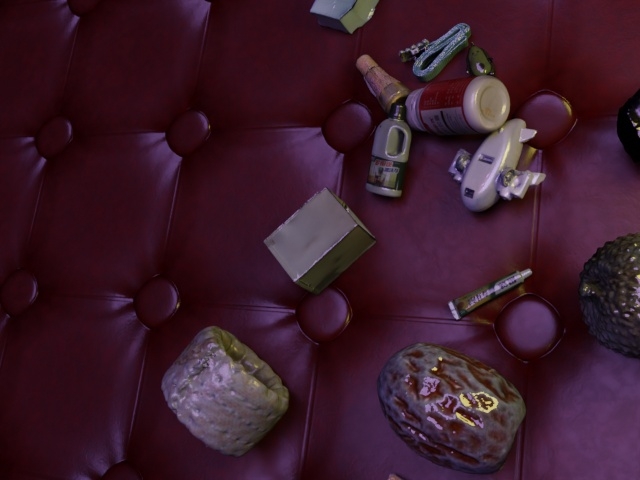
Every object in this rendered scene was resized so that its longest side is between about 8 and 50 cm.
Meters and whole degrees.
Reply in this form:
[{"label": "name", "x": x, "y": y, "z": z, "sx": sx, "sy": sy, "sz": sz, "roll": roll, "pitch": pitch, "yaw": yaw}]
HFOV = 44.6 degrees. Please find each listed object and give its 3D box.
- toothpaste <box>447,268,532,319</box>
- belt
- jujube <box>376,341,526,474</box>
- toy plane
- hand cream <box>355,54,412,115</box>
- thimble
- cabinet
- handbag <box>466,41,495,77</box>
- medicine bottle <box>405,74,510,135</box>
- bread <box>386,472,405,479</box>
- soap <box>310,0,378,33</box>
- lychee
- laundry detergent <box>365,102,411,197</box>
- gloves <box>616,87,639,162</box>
[{"label": "toothpaste", "x": 0.388, "y": 0.117, "z": 1.779, "sx": 0.204, "sy": 0.031, "sz": 0.049, "roll": -29, "pitch": 65, "yaw": 16}, {"label": "belt", "x": 0.299, "y": -0.491, "z": 1.990, "sx": 0.179, "sy": 0.065, "sz": 0.100, "roll": -39, "pitch": 72, "yaw": 6}, {"label": "jujube", "x": 0.268, "y": 0.340, "z": 1.643, "sx": 0.308, "sy": 0.246, "sz": 0.215, "roll": 22, "pitch": 127, "yaw": 16}, {"label": "toy plane", "x": 0.411, "y": -0.174, "z": 1.816, "sx": 0.244, "sy": 0.117, "sz": 0.245, "roll": -19, "pitch": 59, "yaw": 33}, {"label": "hand cream", "x": 0.154, "y": -0.411, "z": 2.019, "sx": 0.084, "sy": 0.084, "sz": 0.203, "roll": -39, "pitch": 58, "yaw": 8}, {"label": "thimble", "x": -0.228, "y": 0.349, "z": 1.827, "sx": 0.291, "sy": 0.291, "sz": 0.195, "roll": 40, "pitch": 92, "yaw": 28}, {"label": "cabinet", "x": 0.000, "y": 0.000, "z": 1.917, "sx": 0.206, "sy": 0.145, "sz": 0.150, "roll": -42, "pitch": 63, "yaw": 6}, {"label": "handbag", "x": 0.393, "y": -0.440, "z": 1.939, "sx": 0.072, "sy": 0.047, "sz": 0.111, "roll": -23, "pitch": 69, "yaw": 14}, {"label": "medicine bottle", "x": 0.316, "y": -0.313, "z": 1.836, "sx": 0.250, "sy": 0.131, "sz": 0.131, "roll": 7, "pitch": 75, "yaw": 57}, {"label": "bread", "x": 0.171, "y": 0.568, "z": 1.732, "sx": 0.070, "sy": 0.035, "sz": 0.083, "roll": 23, "pitch": 91, "yaw": 28}, {"label": "soap", "x": 0.089, "y": -0.688, "z": 2.122, "sx": 0.145, "sy": 0.091, "sz": 0.231, "roll": 24, "pitch": 86, "yaw": 27}, {"label": "lychee", "x": 0.651, "y": 0.111, "z": 1.562, "sx": 0.274, "sy": 0.255, "sz": 0.255, "roll": 2, "pitch": 72, "yaw": -9}, {"label": "laundry detergent", "x": 0.173, "y": -0.224, "z": 1.913, "sx": 0.099, "sy": 0.070, "sz": 0.226, "roll": 21, "pitch": 104, "yaw": 44}, {"label": "gloves", "x": 0.781, "y": -0.287, "z": 1.668, "sx": 0.301, "sy": 0.152, "sz": 0.197, "roll": -28, "pitch": 73, "yaw": 14}]
